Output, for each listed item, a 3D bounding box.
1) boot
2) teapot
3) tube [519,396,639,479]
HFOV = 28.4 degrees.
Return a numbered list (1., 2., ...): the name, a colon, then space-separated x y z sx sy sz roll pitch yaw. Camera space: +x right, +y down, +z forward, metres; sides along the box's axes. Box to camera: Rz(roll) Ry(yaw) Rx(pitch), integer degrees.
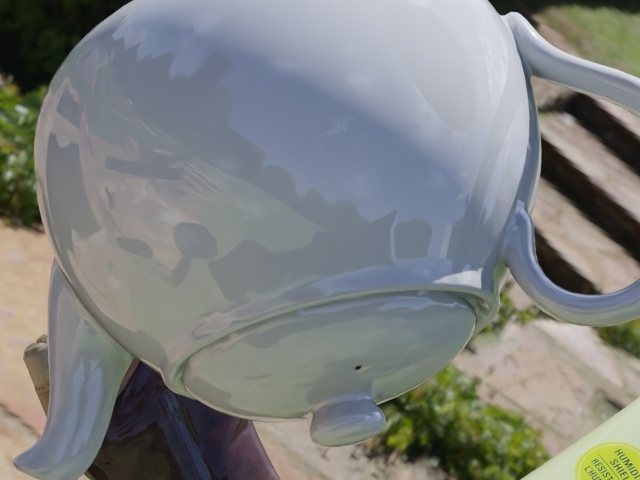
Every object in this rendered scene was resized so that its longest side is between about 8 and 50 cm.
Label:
1. boot: -0.086 0.108 0.992 0.207 0.248 0.090 58 -17 -12
2. teapot: 0.000 0.000 0.581 0.252 0.256 0.187 -3 67 -28
3. tube: 0.042 0.123 0.378 0.070 0.240 0.062 68 -11 -17
